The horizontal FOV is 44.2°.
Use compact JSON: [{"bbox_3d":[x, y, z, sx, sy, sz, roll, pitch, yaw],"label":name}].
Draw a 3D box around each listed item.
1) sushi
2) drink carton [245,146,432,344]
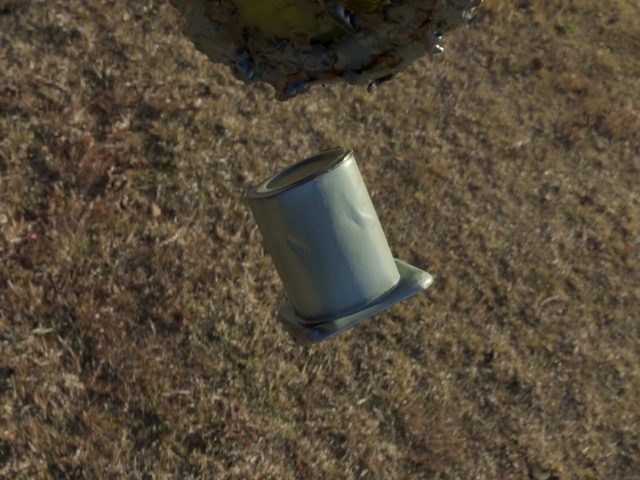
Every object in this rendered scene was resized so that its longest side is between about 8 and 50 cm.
[{"bbox_3d":[-0.013,-0.323,0.899,0.418,0.417,0.175,17,60,1],"label":"sushi"},{"bbox_3d":[0.000,0.000,1.000,0.185,0.191,0.189,-30,106,-9],"label":"drink carton"}]
